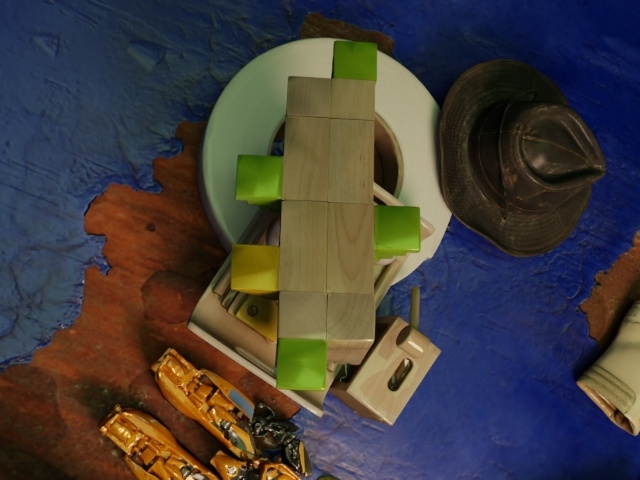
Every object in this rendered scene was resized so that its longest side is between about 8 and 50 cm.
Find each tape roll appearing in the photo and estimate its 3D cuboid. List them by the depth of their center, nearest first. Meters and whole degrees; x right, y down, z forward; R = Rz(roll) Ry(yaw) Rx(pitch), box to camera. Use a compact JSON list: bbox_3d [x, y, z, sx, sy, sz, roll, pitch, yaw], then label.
[{"bbox_3d":[0.015,-0.103,1.211,0.392,0.072,0.392,2,83,-16],"label":"tape roll"}]

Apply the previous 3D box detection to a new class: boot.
[{"bbox_3d":[0.562,0.237,1.294,0.262,0.095,0.203,39,75,13],"label":"boot"}]

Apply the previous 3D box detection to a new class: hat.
[{"bbox_3d":[0.338,-0.131,1.240,0.331,0.134,0.331,2,86,-32],"label":"hat"}]

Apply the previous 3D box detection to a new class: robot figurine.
[{"bbox_3d":[-0.146,0.293,1.112,0.291,0.085,0.211,42,76,-8],"label":"robot figurine"}]

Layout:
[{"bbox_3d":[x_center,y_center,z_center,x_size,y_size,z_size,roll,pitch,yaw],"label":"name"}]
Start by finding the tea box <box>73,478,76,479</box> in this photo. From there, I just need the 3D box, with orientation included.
[{"bbox_3d":[-0.264,0.522,0.973,0.329,0.220,0.323,36,75,-5],"label":"tea box"}]

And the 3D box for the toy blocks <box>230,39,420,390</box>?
[{"bbox_3d":[0.000,0.000,0.959,0.191,0.261,0.381,2,72,-3],"label":"toy blocks"}]

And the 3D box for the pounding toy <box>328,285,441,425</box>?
[{"bbox_3d":[0.114,0.161,1.139,0.094,0.206,0.181,39,75,-9],"label":"pounding toy"}]

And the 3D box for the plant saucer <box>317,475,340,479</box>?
[{"bbox_3d":[0.073,0.557,1.151,0.333,0.081,0.332,31,77,-11],"label":"plant saucer"}]

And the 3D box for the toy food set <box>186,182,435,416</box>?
[{"bbox_3d":[-0.008,0.049,1.103,0.220,0.092,0.306,35,77,-10],"label":"toy food set"}]
